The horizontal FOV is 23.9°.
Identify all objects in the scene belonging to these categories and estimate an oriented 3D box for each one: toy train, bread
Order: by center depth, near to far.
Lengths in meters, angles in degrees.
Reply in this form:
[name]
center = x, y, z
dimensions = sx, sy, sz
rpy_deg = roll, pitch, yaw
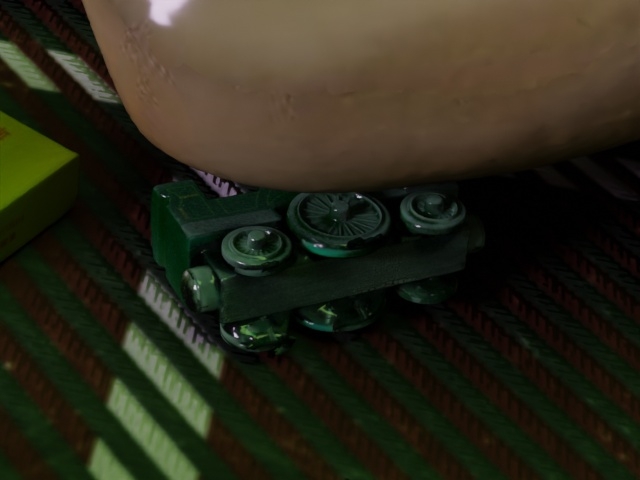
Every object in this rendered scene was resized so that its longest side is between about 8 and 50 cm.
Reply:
[bread]
center = 0.069, -0.198, 0.793
dimensions = 0.376, 0.253, 0.348
rpy_deg = -12, 68, 12
[toy train]
center = 0.000, 0.000, 0.832
dimensions = 0.178, 0.071, 0.104
rpy_deg = -12, 36, -23

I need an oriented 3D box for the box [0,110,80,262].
[box]
center = -0.323, -0.066, 0.844
dimensions = 0.335, 0.047, 0.187
rpy_deg = 29, 44, 18
